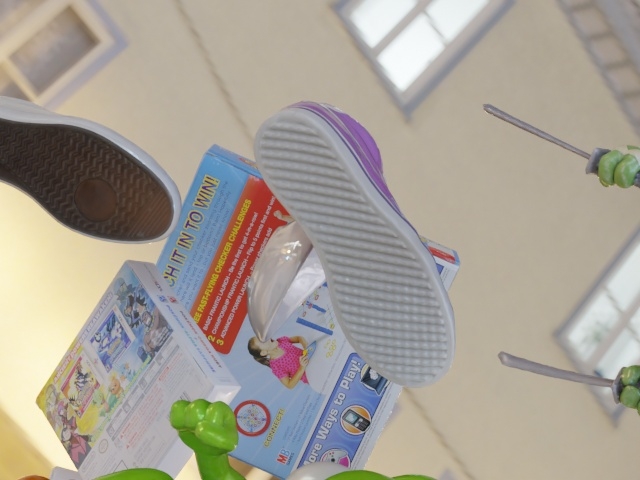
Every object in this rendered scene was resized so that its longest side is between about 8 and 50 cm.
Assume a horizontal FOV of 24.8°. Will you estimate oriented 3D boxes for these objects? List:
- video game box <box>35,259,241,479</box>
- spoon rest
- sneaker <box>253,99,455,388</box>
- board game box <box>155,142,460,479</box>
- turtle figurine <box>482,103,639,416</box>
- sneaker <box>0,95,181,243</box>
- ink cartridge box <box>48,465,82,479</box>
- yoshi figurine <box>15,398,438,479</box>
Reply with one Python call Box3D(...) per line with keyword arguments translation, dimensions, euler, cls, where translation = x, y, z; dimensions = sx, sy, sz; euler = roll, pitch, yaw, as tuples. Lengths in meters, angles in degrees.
Box3D(translation=(-0.190, 0.156, 1.476), dimensions=(0.187, 0.048, 0.205), euler=(50, -64, 31), cls="video game box")
Box3D(translation=(0.000, 0.000, 1.460), dimensions=(0.084, 0.276, 0.137), euler=(26, -51, 2), cls="spoon rest")
Box3D(translation=(0.053, -0.008, 1.350), dimensions=(0.102, 0.161, 0.282), euler=(-26, -87, 18), cls="sneaker")
Box3D(translation=(-0.045, 0.093, 1.618), dimensions=(0.302, 0.308, 0.086), euler=(24, 11, -2), cls="board game box")
Box3D(translation=(0.240, 0.040, 1.046), dimensions=(0.274, 0.198, 0.266), euler=(17, 7, -9), cls="turtle figurine")
Box3D(translation=(-0.251, -0.085, 1.437), dimensions=(0.290, 0.123, 0.106), euler=(24, -75, 14), cls="sneaker")
Box3D(translation=(-0.216, 0.343, 1.609), dimensions=(0.203, 0.086, 0.148), euler=(15, -40, -3), cls="ink cartridge box")
Box3D(translation=(-0.064, 0.243, 1.154), dimensions=(0.203, 0.362, 0.204), euler=(-103, -174, -58), cls="yoshi figurine")
